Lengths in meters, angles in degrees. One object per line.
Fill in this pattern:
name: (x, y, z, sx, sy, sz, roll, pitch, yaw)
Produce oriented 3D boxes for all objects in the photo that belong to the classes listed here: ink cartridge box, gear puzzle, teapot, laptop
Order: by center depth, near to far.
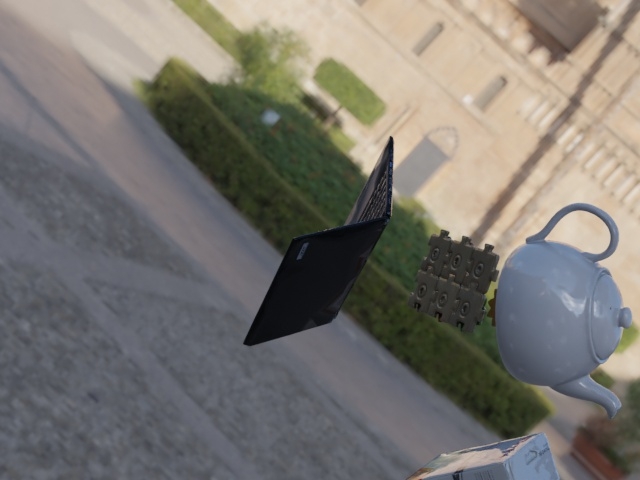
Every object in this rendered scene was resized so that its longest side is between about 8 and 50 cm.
ink cartridge box: (0.185, 0.279, 1.351, 0.109, 0.150, 0.063, -18, 88, -54)
laptop: (0.000, 0.000, 1.643, 0.136, 0.234, 0.264, 17, 44, -11)
teapot: (0.401, 0.112, 1.858, 0.187, 0.252, 0.256, -1, -39, 30)
gear puzzle: (0.290, 0.088, 2.231, 0.044, 0.175, 0.339, 19, 2, -28)
